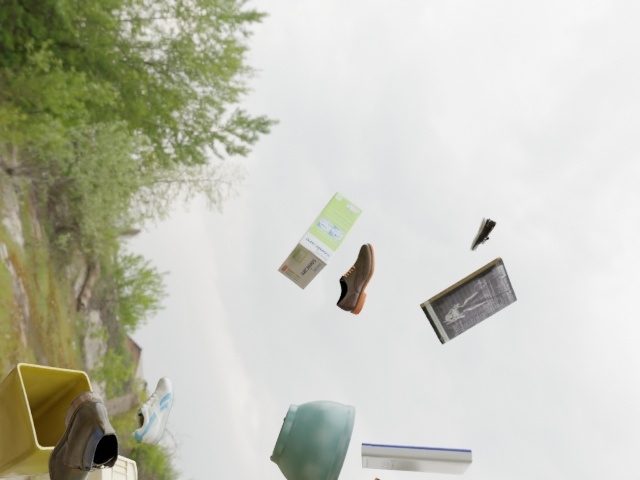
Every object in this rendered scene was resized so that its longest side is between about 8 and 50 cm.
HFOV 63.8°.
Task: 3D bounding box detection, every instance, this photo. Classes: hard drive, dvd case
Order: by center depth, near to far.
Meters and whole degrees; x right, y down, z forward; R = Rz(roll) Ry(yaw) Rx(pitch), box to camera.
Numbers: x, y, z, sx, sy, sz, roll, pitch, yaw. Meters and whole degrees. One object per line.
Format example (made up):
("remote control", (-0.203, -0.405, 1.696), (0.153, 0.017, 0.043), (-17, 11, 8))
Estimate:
("dvd case", (0.363, 0.151, 1.252), (0.165, 0.221, 0.018), (56, 4, -37))
("hard drive", (0.286, 0.671, 1.576), (0.210, 0.318, 0.040), (82, 11, -55))

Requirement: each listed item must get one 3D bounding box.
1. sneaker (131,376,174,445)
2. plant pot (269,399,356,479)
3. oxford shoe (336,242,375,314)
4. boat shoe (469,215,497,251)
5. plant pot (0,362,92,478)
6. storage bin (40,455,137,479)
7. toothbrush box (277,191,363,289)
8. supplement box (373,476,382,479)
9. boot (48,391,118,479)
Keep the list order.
("sneaker", (-0.557, 0.558, 1.720), (0.087, 0.092, 0.229), (-40, -147, 37))
("plant pot", (-0.034, 0.611, 1.554), (0.293, 0.196, 0.293), (21, 90, -89))
("oxford shoe", (0.129, 0.129, 1.880), (0.097, 0.098, 0.272), (-27, -134, 65))
("boat shoe", (0.427, -0.012, 1.354), (0.038, 0.046, 0.125), (21, -43, 11))
("plant pot", (-0.670, 0.442, 1.210), (0.212, 0.187, 0.212), (56, 6, 28))
("storage bin", (-0.871, 0.919, 1.945), (0.260, 0.262, 0.123), (71, 0, -56))
("toothbrush box", (0.000, 0.000, 1.759), (0.122, 0.283, 0.206), (36, -37, -3))
("supplement box", (0.280, 0.979, 1.921), (0.188, 0.081, 0.104), (7, -39, 46))
("boot", (-0.418, 0.391, 0.907), (0.106, 0.082, 0.220), (27, -74, 42))
